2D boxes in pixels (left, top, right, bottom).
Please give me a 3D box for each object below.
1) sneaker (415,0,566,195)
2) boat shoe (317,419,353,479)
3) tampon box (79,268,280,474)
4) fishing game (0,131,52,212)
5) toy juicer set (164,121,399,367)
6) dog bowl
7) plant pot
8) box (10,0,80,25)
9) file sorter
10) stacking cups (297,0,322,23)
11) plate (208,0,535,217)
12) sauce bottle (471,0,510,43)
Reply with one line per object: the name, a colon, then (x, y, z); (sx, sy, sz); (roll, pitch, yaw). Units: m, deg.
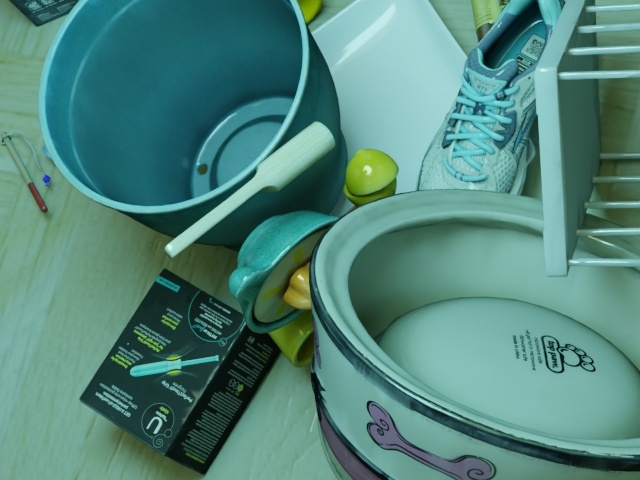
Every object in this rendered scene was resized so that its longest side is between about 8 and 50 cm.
sneaker: (0.160, -0.128, 1.689); (0.110, 0.122, 0.283); (21, 80, 24)
boat shoe: (0.077, 0.229, 1.682); (0.065, 0.075, 0.206); (-19, 48, -36)
tampon box: (-0.140, 0.134, 1.760); (0.120, 0.101, 0.161); (29, 83, 27)
fishing game: (-0.239, -0.156, 1.944); (0.264, 0.041, 0.189); (-41, 54, 8)
toy juicer set: (0.000, 0.000, 1.596); (0.089, 0.329, 0.209); (42, 87, 23)
dog bowl: (0.176, 0.119, 1.516); (0.408, 0.408, 0.150); (30, 123, 27)
plant pot: (-0.098, -0.112, 1.703); (0.272, 0.255, 0.271); (-7, 69, 18)
box: (-0.266, -0.344, 1.942); (0.233, 0.183, 0.059); (-22, 65, 12)
file sorter: (0.302, -0.111, 1.568); (0.173, 0.277, 0.192); (0, 114, 16)
stacking cups: (-0.102, -0.368, 1.951); (0.096, 0.096, 0.316); (-32, 59, 6)
plate: (0.047, -0.106, 1.815); (0.277, 0.045, 0.278); (-35, 63, 6)
sauce bottle: (0.183, -0.222, 1.813); (0.042, 0.042, 0.128); (-13, 69, 15)
